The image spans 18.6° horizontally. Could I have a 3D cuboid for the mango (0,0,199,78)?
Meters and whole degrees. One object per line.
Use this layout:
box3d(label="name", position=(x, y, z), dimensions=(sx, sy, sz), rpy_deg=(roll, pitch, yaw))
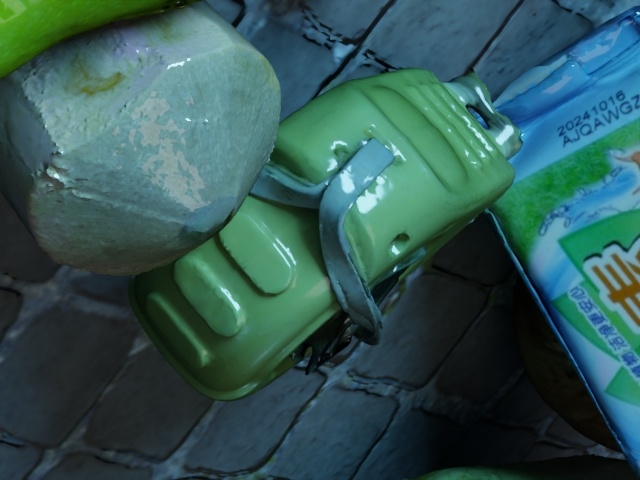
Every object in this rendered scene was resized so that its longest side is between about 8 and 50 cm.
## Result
box3d(label="mango", position=(-0.061, -0.137, 0.710), dimensions=(0.233, 0.111, 0.125), rpy_deg=(-42, 140, -8))

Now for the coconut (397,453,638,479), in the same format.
box3d(label="coconut", position=(0.109, 0.267, 1.182), dimensions=(0.328, 0.328, 0.281), rpy_deg=(-35, 115, -14))

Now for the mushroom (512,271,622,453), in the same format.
box3d(label="mushroom", position=(0.196, 0.001, 1.133), dimensions=(0.151, 0.156, 0.286), rpy_deg=(15, 117, -21))

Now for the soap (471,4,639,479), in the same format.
box3d(label="soap", position=(0.198, 0.025, 1.029), dimensions=(0.156, 0.293, 0.077), rpy_deg=(-29, -174, 14))

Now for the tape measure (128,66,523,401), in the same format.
box3d(label="tape measure", position=(0.000, 0.000, 0.893), dimensions=(0.175, 0.106, 0.200), rpy_deg=(-42, 176, 17))

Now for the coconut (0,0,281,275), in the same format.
box3d(label="coconut", position=(-0.076, -0.045, 0.779), dimensions=(0.116, 0.122, 0.116), rpy_deg=(-27, 143, -23))
